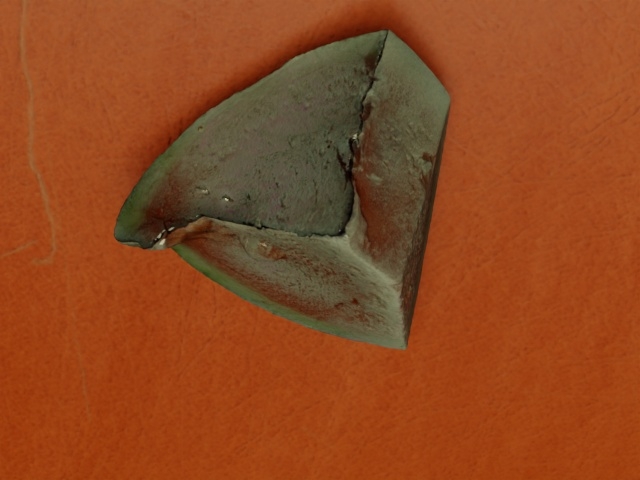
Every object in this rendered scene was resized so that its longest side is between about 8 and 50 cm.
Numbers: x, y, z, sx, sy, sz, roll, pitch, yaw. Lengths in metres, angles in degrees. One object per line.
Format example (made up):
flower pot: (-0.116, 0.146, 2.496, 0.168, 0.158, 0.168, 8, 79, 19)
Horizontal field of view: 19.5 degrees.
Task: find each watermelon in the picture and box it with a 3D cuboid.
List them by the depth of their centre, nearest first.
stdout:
watermelon: (0.000, 0.000, 1.638, 0.320, 0.213, 0.289, -27, 113, -1)
